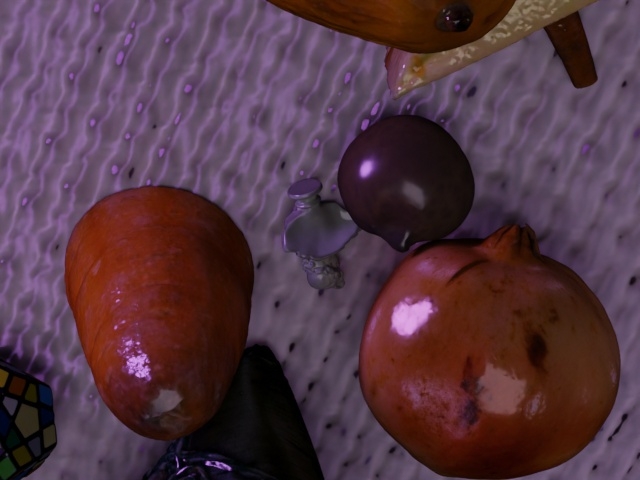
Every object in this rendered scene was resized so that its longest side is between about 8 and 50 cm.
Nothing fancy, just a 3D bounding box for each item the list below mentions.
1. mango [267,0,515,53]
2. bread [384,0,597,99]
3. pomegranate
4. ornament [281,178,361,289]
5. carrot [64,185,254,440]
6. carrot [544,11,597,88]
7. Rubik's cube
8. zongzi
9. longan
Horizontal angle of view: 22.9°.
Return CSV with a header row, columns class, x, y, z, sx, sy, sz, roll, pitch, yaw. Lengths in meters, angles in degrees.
class,x,y,z,sx,sy,sz,roll,pitch,yaw
mango,-0.004,-0.236,1.040,0.187,0.359,0.144,-13,133,-39
bread,0.129,-0.241,1.120,0.264,0.167,0.163,-26,111,12
pomegranate,0.134,0.093,1.263,0.209,0.209,0.209,0,115,-1
ornament,-0.001,-0.003,1.298,0.068,0.041,0.092,4,105,-27
carrot,-0.130,0.077,1.238,0.159,0.225,0.159,-1,119,-3
carrot,0.191,-0.162,1.233,0.032,0.032,0.093,-24,116,10
Rubik's cube,-0.286,0.156,1.329,0.133,0.133,0.112,-41,83,17
zongzi,-0.056,0.336,1.378,0.362,0.319,0.383,27,126,-31
longan,0.067,-0.044,1.244,0.113,0.092,0.113,-1,72,3
